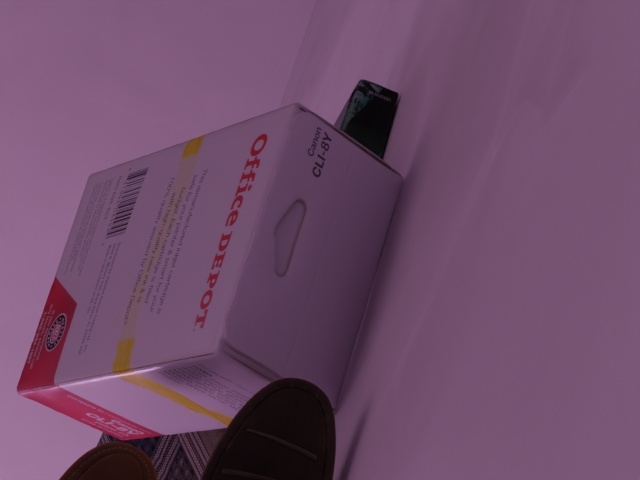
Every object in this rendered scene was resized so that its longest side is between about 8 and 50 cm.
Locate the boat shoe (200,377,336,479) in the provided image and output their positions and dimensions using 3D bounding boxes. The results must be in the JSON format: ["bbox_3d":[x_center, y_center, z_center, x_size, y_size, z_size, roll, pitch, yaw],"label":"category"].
[{"bbox_3d":[-0.066,0.267,1.502,0.104,0.111,0.307,130,158,-85],"label":"boat shoe"}]

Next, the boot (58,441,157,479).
[{"bbox_3d":[-0.244,0.359,1.716,0.220,0.109,0.283,113,169,-58],"label":"boot"}]

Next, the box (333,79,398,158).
[{"bbox_3d":[0.000,0.000,2.029,0.232,0.058,0.322,120,167,-58],"label":"box"}]

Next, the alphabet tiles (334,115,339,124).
[{"bbox_3d":[-0.016,-0.076,2.621,0.237,0.009,0.198,119,170,-52],"label":"alphabet tiles"}]

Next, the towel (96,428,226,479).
[{"bbox_3d":[-0.163,0.284,2.005,0.324,0.056,0.312,59,135,40],"label":"towel"}]

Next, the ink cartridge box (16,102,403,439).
[{"bbox_3d":[-0.121,0.046,1.803,0.385,0.160,0.279,-14,52,50],"label":"ink cartridge box"}]
